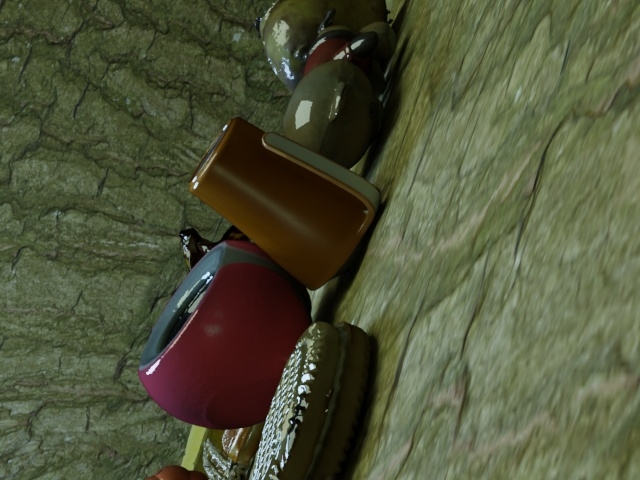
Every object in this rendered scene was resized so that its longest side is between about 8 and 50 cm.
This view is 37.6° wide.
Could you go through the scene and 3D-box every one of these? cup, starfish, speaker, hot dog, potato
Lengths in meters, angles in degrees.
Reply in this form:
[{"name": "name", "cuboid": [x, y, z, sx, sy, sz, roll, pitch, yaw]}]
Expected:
[{"name": "cup", "cuboid": [-0.041, -0.065, 1.355, 0.226, 0.264, 0.182, -39, 22, 55]}, {"name": "starfish", "cuboid": [-0.188, 0.441, 1.671, 0.138, 0.050, 0.247, -23, 33, 31]}, {"name": "speaker", "cuboid": [-0.144, 0.141, 1.454, 0.294, 0.294, 0.294, -160, 90, -83]}, {"name": "hot dog", "cuboid": [-0.098, 0.270, 1.602, 0.235, 0.062, 0.092, -64, 24, 8]}, {"name": "potato", "cuboid": [0.012, -0.359, 1.838, 0.301, 0.289, 0.237, -42, 43, 42]}]

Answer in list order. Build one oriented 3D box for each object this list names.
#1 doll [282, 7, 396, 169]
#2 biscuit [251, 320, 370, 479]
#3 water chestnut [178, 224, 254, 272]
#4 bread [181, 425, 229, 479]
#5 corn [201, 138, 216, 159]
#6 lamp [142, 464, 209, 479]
[{"name": "doll", "cuboid": [0.028, -0.250, 1.588, 0.235, 0.174, 0.329, 114, 172, -46]}, {"name": "biscuit", "cuboid": [-0.015, 0.206, 1.059, 0.259, 0.079, 0.259, -160, 90, -83]}, {"name": "water chestnut", "cuboid": [-0.181, 0.080, 1.913, 0.300, 0.300, 0.299, -160, 90, -83]}, {"name": "bread", "cuboid": [-0.244, 0.466, 2.083, 0.102, 0.094, 0.245, -49, 22, 47]}, {"name": "corn", "cuboid": [-0.094, -0.074, 1.593, 0.344, 0.131, 0.131, 43, -117, -67]}, {"name": "lamp", "cuboid": [-0.272, 0.518, 1.767, 0.164, 0.188, 0.187, 138, 152, -64]}]
